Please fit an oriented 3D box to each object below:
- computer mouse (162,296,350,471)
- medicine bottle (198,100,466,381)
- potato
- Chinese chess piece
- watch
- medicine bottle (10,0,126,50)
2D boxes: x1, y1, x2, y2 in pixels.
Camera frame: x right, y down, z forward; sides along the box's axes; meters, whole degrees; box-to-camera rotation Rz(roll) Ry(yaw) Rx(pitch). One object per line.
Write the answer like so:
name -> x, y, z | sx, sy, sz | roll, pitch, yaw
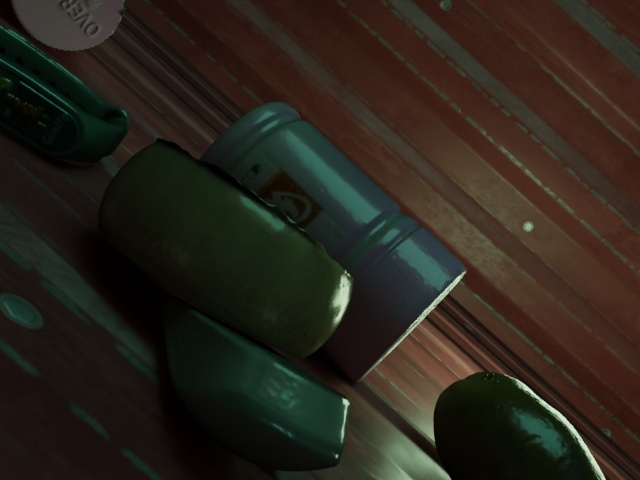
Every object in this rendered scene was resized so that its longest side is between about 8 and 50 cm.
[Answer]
computer mouse -> -0.061, 0.113, 0.601 | 0.128, 0.079, 0.231 | 36, -6, -23
medicine bottle -> 0.000, 0.000, 0.955 | 0.316, 0.202, 0.202 | 44, 9, 12
potato -> 0.237, 0.263, 0.887 | 0.174, 0.159, 0.251 | -8, 55, -46
Chinese chess piece -> -0.085, 0.009, 0.720 | 0.249, 0.103, 0.250 | 34, -4, 3
watch -> -0.319, -0.164, 0.838 | 0.237, 0.068, 0.195 | 33, 10, -27
medicine bottle -> -0.420, -0.430, 1.265 | 0.178, 0.178, 0.291 | 36, 11, -31
